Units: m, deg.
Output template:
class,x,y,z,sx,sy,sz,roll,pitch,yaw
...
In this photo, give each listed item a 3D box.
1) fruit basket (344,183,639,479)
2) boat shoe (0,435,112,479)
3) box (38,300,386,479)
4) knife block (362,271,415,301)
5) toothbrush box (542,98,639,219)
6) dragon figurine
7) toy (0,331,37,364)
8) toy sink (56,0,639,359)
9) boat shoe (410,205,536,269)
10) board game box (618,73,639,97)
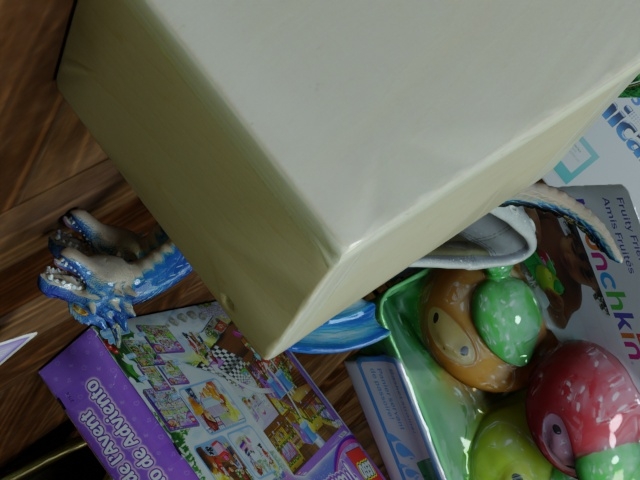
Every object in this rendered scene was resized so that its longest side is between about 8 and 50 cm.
class,x,y,z,sx,sy,sz,roll,pitch,yaw
fruit basket,0.162,0.119,1.325,0.165,0.327,0.353,-25,-169,-20
boat shoe,-0.269,0.244,1.371,0.307,0.111,0.104,-43,171,-36
box,-0.064,0.143,1.310,0.057,0.201,0.293,-40,169,16
knife block,0.132,-0.007,1.652,0.242,0.088,0.276,-36,170,-15
toothbrush box,0.282,-0.059,1.560,0.126,0.216,0.295,-40,171,12
dragon figurine,0.000,0.000,0.941,0.289,0.085,0.144,9,127,-22
toy,-0.262,0.144,1.034,0.237,0.056,0.137,-43,167,30
toy sink,0.034,-0.085,0.748,0.234,0.153,0.131,-34,170,-26
boat shoe,0.028,-0.024,1.099,0.118,0.103,0.320,-42,160,26
board game box,0.237,-0.163,1.253,0.136,0.030,0.260,-4,161,-19
